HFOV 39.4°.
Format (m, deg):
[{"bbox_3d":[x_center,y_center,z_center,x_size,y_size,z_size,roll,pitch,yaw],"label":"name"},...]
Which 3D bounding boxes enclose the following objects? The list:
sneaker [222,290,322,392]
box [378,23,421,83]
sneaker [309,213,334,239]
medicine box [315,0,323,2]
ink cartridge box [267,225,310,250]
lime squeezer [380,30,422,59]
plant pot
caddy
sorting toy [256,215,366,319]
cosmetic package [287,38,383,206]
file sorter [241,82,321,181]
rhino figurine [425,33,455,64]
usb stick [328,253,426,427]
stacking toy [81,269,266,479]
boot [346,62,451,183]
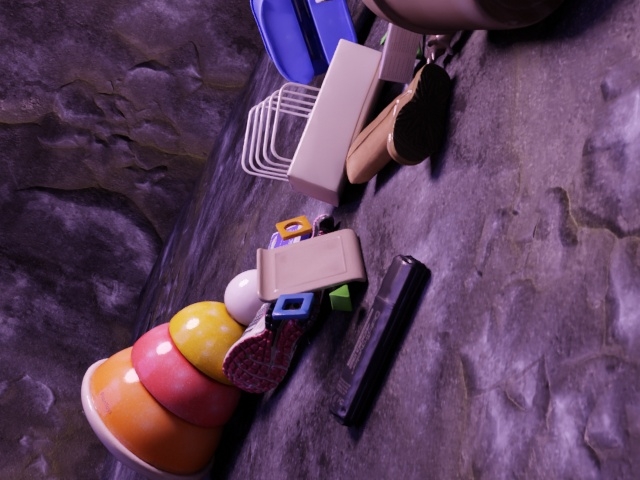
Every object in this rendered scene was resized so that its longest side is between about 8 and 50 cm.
[{"bbox_3d":[-0.084,0.185,1.779,0.299,0.121,0.112,-51,6,23],"label":"sneaker"},{"bbox_3d":[0.168,-0.435,1.669,0.324,0.067,0.063,100,179,-52],"label":"box"},{"bbox_3d":[0.000,0.000,1.875,0.057,0.047,0.119,-103,31,-54],"label":"sneaker"},{"bbox_3d":[0.135,-0.583,1.781,0.289,0.264,0.149,-156,54,-74],"label":"medicine box"},{"bbox_3d":[-0.085,0.067,2.036,0.208,0.045,0.206,-23,47,65],"label":"ink cartridge box"},{"bbox_3d":[0.175,-0.461,1.916,0.110,0.059,0.310,-63,17,12],"label":"lime squeezer"},{"bbox_3d":[0.232,-0.447,1.341,0.323,0.323,0.280,-63,32,14],"label":"plant pot"},{"bbox_3d":[-0.041,-0.568,2.303,0.179,0.241,0.341,-104,-5,-57],"label":"caddy"},{"bbox_3d":[-0.018,0.054,1.657,0.347,0.196,0.047,-97,-5,-60],"label":"sorting toy"},{"bbox_3d":[0.039,-0.243,1.874,0.160,0.113,0.309,74,-145,-81],"label":"cosmetic package"},{"bbox_3d":[-0.062,-0.246,2.108,0.278,0.173,0.192,171,108,-71],"label":"file sorter"},{"bbox_3d":[0.239,-0.421,1.628,0.106,0.073,0.243,-140,72,-78],"label":"rhino figurine"},{"bbox_3d":[0.087,0.152,1.378,0.278,0.045,0.077,-66,23,2],"label":"usb stick"},{"bbox_3d":[-0.247,0.256,1.924,0.480,0.351,0.350,-47,21,16],"label":"stacking toy"},{"bbox_3d":[0.126,-0.171,1.633,0.269,0.089,0.236,-42,16,54],"label":"boot"}]
